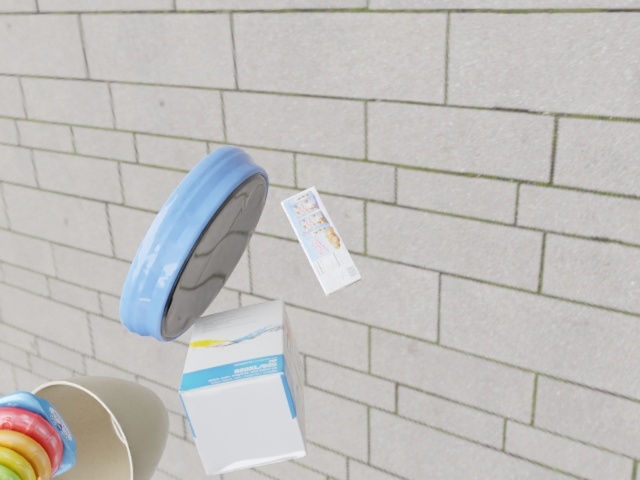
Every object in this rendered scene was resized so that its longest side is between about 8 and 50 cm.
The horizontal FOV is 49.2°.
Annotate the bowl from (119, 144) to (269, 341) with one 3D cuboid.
[{"bbox_3d":[-0.218,0.014,1.285,0.077,0.391,0.391,30,124,7],"label":"bowl"}]

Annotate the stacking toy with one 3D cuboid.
[{"bbox_3d":[-0.510,0.386,1.069,0.166,0.302,0.175,-22,110,7],"label":"stacking toy"}]

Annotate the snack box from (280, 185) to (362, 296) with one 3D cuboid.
[{"bbox_3d":[0.000,0.000,1.146,0.064,0.022,0.178,-26,73,-3],"label":"snack box"}]

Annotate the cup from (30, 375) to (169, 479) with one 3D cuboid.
[{"bbox_3d":[-0.481,0.445,1.590,0.331,0.237,0.331,4,99,25],"label":"cup"}]

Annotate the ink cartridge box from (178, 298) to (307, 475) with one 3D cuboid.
[{"bbox_3d":[-0.122,0.237,1.174,0.168,0.232,0.171,-12,114,2],"label":"ink cartridge box"}]
